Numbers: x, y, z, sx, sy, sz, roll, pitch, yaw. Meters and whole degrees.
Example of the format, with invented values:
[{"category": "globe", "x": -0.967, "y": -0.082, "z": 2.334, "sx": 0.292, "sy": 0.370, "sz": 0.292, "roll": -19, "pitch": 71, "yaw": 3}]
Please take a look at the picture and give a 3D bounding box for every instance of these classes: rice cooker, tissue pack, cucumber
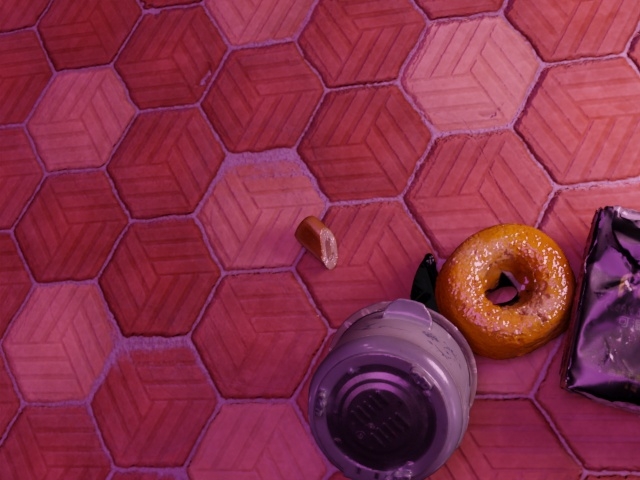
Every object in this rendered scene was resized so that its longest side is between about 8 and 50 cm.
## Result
[{"category": "rice cooker", "x": 0.120, "y": 0.248, "z": 1.382, "sx": 0.264, "sy": 0.316, "sz": 0.316, "roll": 10, "pitch": 76, "yaw": 12}, {"category": "tissue pack", "x": 0.540, "y": 0.117, "z": 1.375, "sx": 0.245, "sy": 0.123, "sz": 0.332, "roll": 14, "pitch": 78, "yaw": 9}, {"category": "cucumber", "x": 0.202, "y": 0.129, "z": 1.526, "sx": 0.071, "sy": 0.046, "sz": 0.220, "roll": -23, "pitch": 68, "yaw": 17}]

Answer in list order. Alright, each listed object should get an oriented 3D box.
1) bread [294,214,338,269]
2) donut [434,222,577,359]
[{"category": "bread", "x": 0.001, "y": 0.000, "z": 1.618, "sx": 0.103, "sy": 0.049, "sz": 0.062, "roll": 42, "pitch": 116, "yaw": 22}, {"category": "donut", "x": 0.326, "y": 0.084, "z": 1.469, "sx": 0.254, "sy": 0.118, "sz": 0.253, "roll": 0, "pitch": 65, "yaw": 1}]
